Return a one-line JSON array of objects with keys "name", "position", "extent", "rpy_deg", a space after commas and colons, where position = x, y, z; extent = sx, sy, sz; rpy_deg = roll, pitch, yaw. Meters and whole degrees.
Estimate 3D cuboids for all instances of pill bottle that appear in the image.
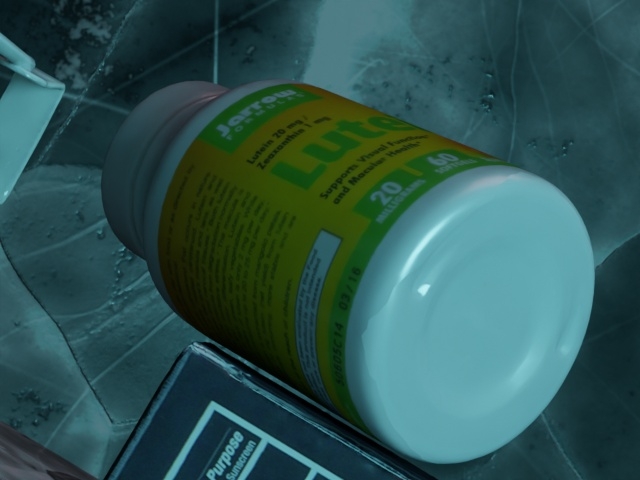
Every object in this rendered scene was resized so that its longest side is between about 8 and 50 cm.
[{"name": "pill bottle", "position": [0.000, 0.000, 0.879], "extent": [0.245, 0.136, 0.136], "rpy_deg": [26, -6, 47]}]

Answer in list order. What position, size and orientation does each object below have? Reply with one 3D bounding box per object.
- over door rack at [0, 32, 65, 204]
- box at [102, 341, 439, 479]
[{"name": "over door rack", "position": [-0.192, -0.148, 0.563], "extent": [0.239, 0.108, 0.324], "rpy_deg": [32, -13, 5]}, {"name": "box", "position": [-0.010, 0.243, 0.862], "extent": [0.294, 0.296, 0.183], "rpy_deg": [32, -4, -1]}]
